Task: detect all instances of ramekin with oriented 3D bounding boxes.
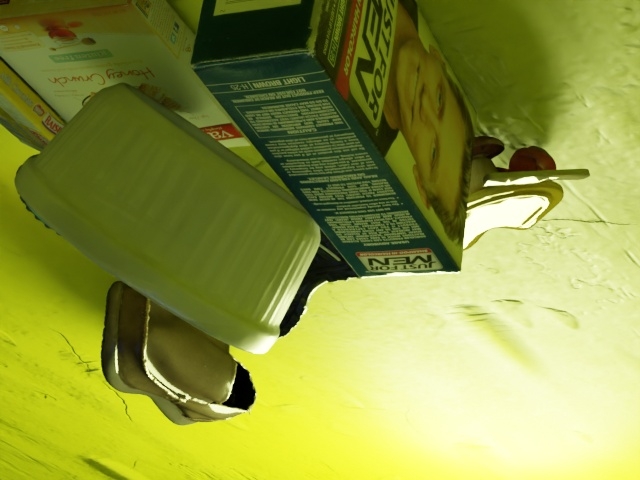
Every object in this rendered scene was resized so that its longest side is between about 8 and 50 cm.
[{"bbox_3d":[-0.122,-0.028,1.342,0.273,0.127,0.273,35,-177,-2],"label":"ramekin"}]

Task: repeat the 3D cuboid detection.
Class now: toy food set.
[{"bbox_3d":[0.163,-0.055,1.481,0.128,0.071,0.218,-6,162,-21],"label":"toy food set"}]

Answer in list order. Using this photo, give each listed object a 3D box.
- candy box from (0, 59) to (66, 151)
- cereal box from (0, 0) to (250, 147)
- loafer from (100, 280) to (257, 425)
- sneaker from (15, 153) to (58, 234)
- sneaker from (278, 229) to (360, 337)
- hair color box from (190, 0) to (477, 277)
[{"bbox_3d":[-0.306,-0.140,1.479,0.105,0.027,0.206,22,163,34],"label":"candy box"},{"bbox_3d":[-0.186,-0.157,1.415,0.173,0.047,0.240,-3,151,26],"label":"cereal box"},{"bbox_3d":[-0.170,0.141,1.942,0.130,0.133,0.366,-2,161,15],"label":"loafer"},{"bbox_3d":[-0.180,-0.061,1.586,0.262,0.104,0.125,12,137,-12],"label":"sneaker"},{"bbox_3d":[0.000,0.000,1.625,0.100,0.108,0.271,41,129,-17],"label":"sneaker"},{"bbox_3d":[0.026,-0.122,1.262,0.105,0.173,0.347,-4,151,23],"label":"hair color box"}]
